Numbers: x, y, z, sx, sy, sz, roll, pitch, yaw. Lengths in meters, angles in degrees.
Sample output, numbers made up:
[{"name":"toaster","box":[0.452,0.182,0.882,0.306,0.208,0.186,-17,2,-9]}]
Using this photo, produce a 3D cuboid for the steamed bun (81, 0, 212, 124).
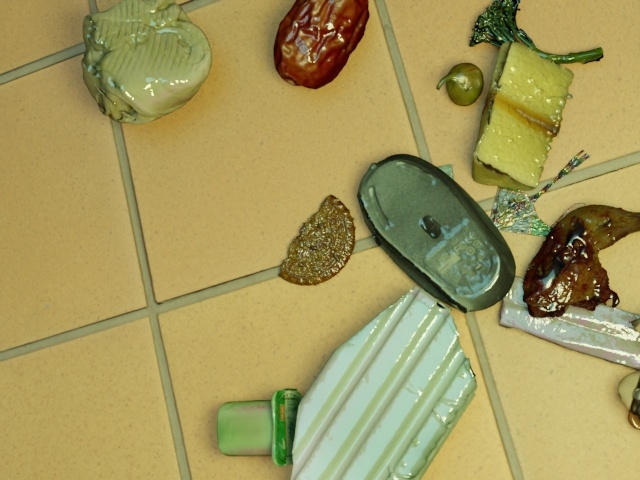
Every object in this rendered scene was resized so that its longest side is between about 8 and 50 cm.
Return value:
[{"name":"steamed bun","box":[-0.378,-0.376,1.847,0.280,0.207,0.268,-25,72,-18]}]

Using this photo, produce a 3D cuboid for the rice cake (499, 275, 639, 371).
[{"name":"rice cake","box":[0.482,0.156,1.578,0.298,0.050,0.106,17,84,17]}]

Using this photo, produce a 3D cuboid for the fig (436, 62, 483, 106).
[{"name":"fig","box":[0.285,-0.322,1.698,0.084,0.098,0.082,-46,52,23]}]

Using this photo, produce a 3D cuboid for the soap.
[{"name":"soap","box":[0.123,0.313,1.591,0.261,0.156,0.446,32,90,19]}]

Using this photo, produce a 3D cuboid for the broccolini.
[{"name":"broccolini","box":[0.444,-0.423,1.698,0.271,0.062,0.123,18,95,17]}]

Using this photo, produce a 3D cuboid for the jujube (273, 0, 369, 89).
[{"name":"jujube","box":[0.000,-0.438,1.760,0.174,0.174,0.250,29,92,18]}]

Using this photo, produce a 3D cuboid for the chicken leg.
[{"name":"chicken leg","box":[0.505,0.026,1.558,0.177,0.083,0.322,35,77,15]}]

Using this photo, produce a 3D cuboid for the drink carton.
[{"name":"drink carton","box":[-0.119,0.371,1.664,0.142,0.144,0.146,-8,77,23]}]

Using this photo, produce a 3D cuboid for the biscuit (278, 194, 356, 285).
[{"name":"biscuit","box":[0.005,0.012,1.748,0.126,0.025,0.206,31,89,18]}]

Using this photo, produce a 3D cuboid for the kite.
[{"name":"kite","box":[0.435,-0.091,1.660,0.244,0.006,0.198,-36,72,6]}]

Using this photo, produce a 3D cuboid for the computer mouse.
[{"name":"computer mouse","box":[0.227,-0.012,1.648,0.203,0.114,0.374,-41,67,7]}]

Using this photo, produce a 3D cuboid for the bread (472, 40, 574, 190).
[{"name":"bread","box":[0.374,-0.243,1.657,0.142,0.178,0.266,4,74,50]}]

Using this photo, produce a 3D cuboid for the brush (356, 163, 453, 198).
[{"name":"brush","box":[0.175,-0.104,1.733,0.205,0.011,0.083,-7,79,15]}]

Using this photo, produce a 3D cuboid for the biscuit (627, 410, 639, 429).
[{"name":"biscuit","box":[0.679,0.347,1.493,0.250,0.036,0.165,40,82,18]}]

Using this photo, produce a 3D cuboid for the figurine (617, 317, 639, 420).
[{"name":"figurine","box":[0.696,0.256,1.387,0.412,0.241,0.306,29,92,23]}]
